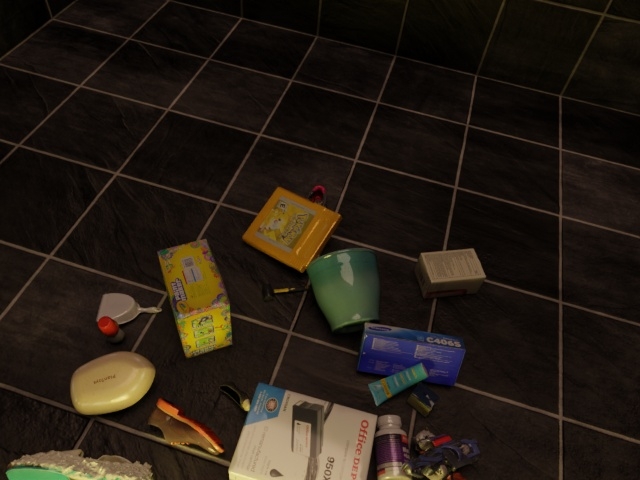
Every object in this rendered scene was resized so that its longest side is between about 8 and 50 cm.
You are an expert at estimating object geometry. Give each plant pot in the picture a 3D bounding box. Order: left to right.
[{"bbox_3d":[0.103,0.199,1.913,0.271,0.272,0.255,-7,67,-12],"label":"plant pot"}]

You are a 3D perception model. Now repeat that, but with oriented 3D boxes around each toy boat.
[{"bbox_3d":[-0.688,0.413,1.731,0.267,0.148,0.318,-11,61,-9],"label":"toy boat"}]

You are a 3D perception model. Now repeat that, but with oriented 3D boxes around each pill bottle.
[{"bbox_3d":[0.226,0.661,1.642,0.108,0.108,0.194,2,52,-5],"label":"pill bottle"}]

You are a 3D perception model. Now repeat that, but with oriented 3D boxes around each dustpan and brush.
[{"bbox_3d":[-0.695,0.252,1.905,0.211,0.060,0.147,-7,40,-4],"label":"dustpan and brush"}]

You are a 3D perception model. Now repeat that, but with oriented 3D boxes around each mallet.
[{"bbox_3d":[-0.132,0.201,2.018,0.189,0.039,0.062,1,52,-11],"label":"mallet"}]

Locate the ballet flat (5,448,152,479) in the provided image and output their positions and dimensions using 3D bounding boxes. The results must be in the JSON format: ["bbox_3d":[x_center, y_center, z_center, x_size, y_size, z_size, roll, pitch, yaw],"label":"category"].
[{"bbox_3d":[-0.690,0.687,1.526,0.408,0.147,0.147,11,51,-1],"label":"ballet flat"}]

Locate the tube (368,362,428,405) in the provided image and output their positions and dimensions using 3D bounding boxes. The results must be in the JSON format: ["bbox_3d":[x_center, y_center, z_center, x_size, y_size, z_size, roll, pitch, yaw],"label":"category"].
[{"bbox_3d":[0.268,0.488,1.784,0.207,0.052,0.080,-30,49,12],"label":"tube"}]

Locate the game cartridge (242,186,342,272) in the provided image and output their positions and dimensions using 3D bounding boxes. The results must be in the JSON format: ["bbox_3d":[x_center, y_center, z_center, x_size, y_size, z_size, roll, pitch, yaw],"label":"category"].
[{"bbox_3d":[-0.117,-0.049,2.123,0.323,0.053,0.285,25,72,26],"label":"game cartridge"}]

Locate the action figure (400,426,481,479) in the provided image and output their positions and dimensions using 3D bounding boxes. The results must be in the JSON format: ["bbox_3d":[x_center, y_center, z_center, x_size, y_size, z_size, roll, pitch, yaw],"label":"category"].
[{"bbox_3d":[0.358,0.731,1.566,0.341,0.179,0.330,8,41,-32],"label":"action figure"}]

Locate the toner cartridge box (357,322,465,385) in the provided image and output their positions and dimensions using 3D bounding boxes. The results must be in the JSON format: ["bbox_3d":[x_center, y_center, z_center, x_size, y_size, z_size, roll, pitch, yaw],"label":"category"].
[{"bbox_3d":[0.312,0.398,1.818,0.347,0.165,0.075,9,25,0],"label":"toner cartridge box"}]

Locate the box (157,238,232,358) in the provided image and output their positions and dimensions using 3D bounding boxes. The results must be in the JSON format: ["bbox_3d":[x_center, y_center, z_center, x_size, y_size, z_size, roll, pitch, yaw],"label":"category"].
[{"bbox_3d":[-0.435,0.206,1.821,0.176,0.279,0.290,-16,54,-18],"label":"box"}]

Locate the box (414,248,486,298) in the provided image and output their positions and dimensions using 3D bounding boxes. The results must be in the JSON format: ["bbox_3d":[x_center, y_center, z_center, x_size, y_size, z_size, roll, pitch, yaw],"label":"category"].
[{"bbox_3d":[0.515,0.133,2.085,0.232,0.127,0.149,-4,52,-10],"label":"box"}]

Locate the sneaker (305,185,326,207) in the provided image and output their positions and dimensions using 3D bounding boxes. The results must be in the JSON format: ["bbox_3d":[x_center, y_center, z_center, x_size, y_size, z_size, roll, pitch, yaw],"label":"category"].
[{"bbox_3d":[-0.051,-0.111,2.224,0.120,0.112,0.299,14,52,5],"label":"sneaker"}]

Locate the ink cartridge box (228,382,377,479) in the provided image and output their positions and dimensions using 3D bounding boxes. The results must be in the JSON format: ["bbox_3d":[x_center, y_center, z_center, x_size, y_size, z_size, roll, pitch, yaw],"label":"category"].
[{"bbox_3d":[-0.046,0.641,1.589,0.394,0.166,0.286,14,52,4],"label":"ink cartridge box"}]

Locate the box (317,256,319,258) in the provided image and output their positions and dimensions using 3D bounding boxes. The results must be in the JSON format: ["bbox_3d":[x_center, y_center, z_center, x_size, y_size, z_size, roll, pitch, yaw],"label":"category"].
[{"bbox_3d":[0.000,0.000,2.161,0.028,0.081,0.136,14,52,5],"label":"box"}]

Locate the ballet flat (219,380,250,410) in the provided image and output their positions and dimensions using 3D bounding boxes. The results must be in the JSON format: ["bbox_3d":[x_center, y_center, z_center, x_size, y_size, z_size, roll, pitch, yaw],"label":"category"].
[{"bbox_3d":[-0.276,0.514,1.700,0.049,0.058,0.173,-8,15,-34],"label":"ballet flat"}]

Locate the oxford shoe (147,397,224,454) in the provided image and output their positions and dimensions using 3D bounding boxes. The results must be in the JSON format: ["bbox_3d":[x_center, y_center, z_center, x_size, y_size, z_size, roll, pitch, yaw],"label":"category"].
[{"bbox_3d":[-0.423,0.608,1.636,0.271,0.097,0.098,27,73,20],"label":"oxford shoe"}]

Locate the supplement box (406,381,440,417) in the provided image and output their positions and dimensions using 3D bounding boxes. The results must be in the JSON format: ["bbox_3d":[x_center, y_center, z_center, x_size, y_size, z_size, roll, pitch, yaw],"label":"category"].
[{"bbox_3d":[0.348,0.543,1.766,0.083,0.083,0.056,37,57,21],"label":"supplement box"}]
